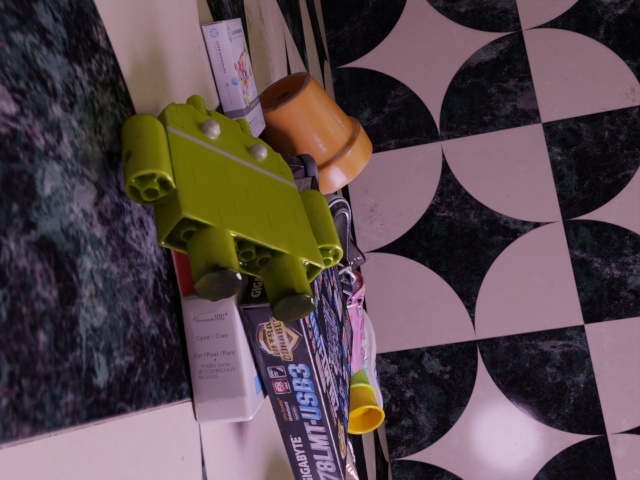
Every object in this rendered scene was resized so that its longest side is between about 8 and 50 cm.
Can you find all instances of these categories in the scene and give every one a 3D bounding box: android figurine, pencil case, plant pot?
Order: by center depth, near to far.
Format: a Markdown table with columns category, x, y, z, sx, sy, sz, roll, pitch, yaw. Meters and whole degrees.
| category | x | y | z | sx | sy | sz | roll | pitch | yaw |
| --- | --- | --- | --- | --- | --- | --- | --- | --- | --- |
| android figurine | -0.086 | -0.047 | 0.640 | 0.248 | 0.056 | 0.273 | 23 | 35 | -36 |
| plant pot | -0.030 | -0.212 | 1.234 | 0.188 | 0.205 | 0.205 | 57 | 20 | -33 |
| pencil case | 0.037 | 0.173 | 1.328 | 0.284 | 0.124 | 0.124 | 88 | 0 | -46 |

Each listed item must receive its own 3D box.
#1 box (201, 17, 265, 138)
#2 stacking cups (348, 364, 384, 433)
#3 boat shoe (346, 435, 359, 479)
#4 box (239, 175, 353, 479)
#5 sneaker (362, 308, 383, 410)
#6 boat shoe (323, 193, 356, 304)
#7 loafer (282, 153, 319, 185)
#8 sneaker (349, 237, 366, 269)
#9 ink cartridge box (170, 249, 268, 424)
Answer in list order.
| category | x | y | z | sx | sy | sz | roll | pitch | yaw |
| --- | --- | --- | --- | --- | --- | --- | --- | --- | --- |
| box | -0.135 | -0.256 | 1.023 | 0.145 | 0.038 | 0.186 | -80 | 158 | -69 |
| stacking cups | 0.054 | 0.290 | 1.478 | 0.316 | 0.095 | 0.096 | -112 | -175 | -49 |
| boat shoe | 0.016 | 0.386 | 1.136 | 0.092 | 0.102 | 0.286 | -69 | 143 | -66 |
| box | -0.016 | 0.110 | 0.833 | 0.293 | 0.073 | 0.296 | -81 | 160 | -57 |
| sneaker | 0.091 | 0.341 | 1.727 | 0.236 | 0.130 | 0.323 | 89 | -11 | -74 |
| boat shoe | 0.013 | 0.069 | 1.084 | 0.108 | 0.102 | 0.302 | 25 | 78 | -45 |
| loafer | -0.059 | -0.005 | 1.163 | 0.109 | 0.095 | 0.303 | -148 | -125 | -63 |
| sneaker | 0.000 | 0.000 | 1.600 | 0.228 | 0.130 | 0.087 | 54 | 6 | 15 |
| ink cartridge box | -0.101 | 0.052 | 0.795 | 0.296 | 0.066 | 0.261 | -33 | 114 | -82 |
